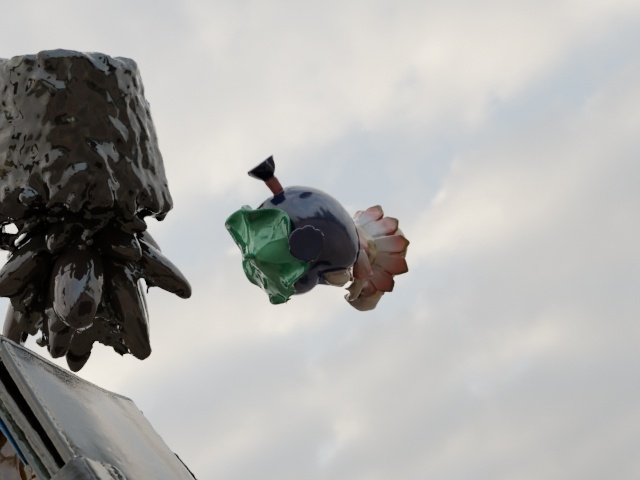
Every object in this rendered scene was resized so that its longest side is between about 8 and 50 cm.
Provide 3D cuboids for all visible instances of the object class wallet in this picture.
[{"bbox_3d":[-0.094,0.182,0.582,0.044,0.317,0.169,-50,-37,0],"label":"wallet"}]

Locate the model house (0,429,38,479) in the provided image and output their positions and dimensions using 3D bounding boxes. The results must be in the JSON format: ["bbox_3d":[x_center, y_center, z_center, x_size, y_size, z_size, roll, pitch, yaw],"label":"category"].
[{"bbox_3d":[-0.449,0.328,1.307,0.220,0.229,0.199,-20,-44,-20],"label":"model house"}]

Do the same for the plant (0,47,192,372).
[{"bbox_3d":[-0.254,-0.022,0.972,0.194,0.320,0.182,-6,-3,32],"label":"plant"}]

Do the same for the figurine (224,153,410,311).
[{"bbox_3d":[0.000,0.000,0.840,0.195,0.111,0.102,5,-54,-53],"label":"figurine"}]
